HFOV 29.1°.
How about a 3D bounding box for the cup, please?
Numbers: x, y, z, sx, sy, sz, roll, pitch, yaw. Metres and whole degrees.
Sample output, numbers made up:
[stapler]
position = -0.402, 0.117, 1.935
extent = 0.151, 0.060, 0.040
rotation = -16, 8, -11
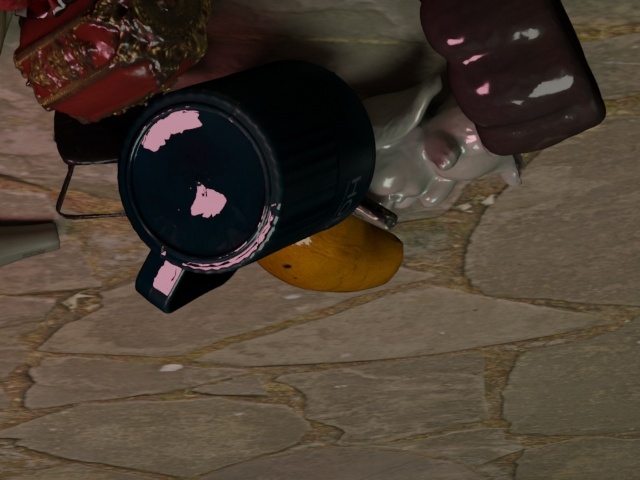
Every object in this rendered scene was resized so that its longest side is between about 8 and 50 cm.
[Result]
[cup]
position = -0.115, -0.083, 1.580
extent = 0.308, 0.242, 0.292
rotation = -27, -179, 25

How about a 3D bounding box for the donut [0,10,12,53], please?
[donut]
position = -0.537, -0.244, 1.382
extent = 0.383, 0.142, 0.382
rotation = -8, 148, -5

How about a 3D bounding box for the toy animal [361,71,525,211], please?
[toy animal]
position = 0.153, -0.150, 1.762
extent = 0.289, 0.174, 0.249
rotation = -9, 161, -9

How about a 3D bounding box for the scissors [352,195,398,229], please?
[scissors]
position = -0.018, -0.092, 1.756
extent = 0.289, 0.041, 0.138
rotation = 29, 149, 12

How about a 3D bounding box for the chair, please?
[chair]
position = -0.279, -0.150, 1.635
extent = 0.145, 0.140, 0.221
rotation = -2, 145, -14

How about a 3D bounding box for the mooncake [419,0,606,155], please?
[mooncake]
position = 0.224, -0.252, 1.490
extent = 0.154, 0.306, 0.306
rotation = -22, 148, 19

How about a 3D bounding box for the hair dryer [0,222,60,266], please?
[hair dryer]
position = -0.480, -0.035, 1.824
extent = 0.229, 0.092, 0.267
rotation = 1, 137, -36

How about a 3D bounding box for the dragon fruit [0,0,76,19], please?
[dragon fruit]
position = -0.276, -0.350, 1.224
extent = 0.293, 0.233, 0.234
rotation = -21, 149, 25

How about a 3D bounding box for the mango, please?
[mango]
position = -0.002, 0.002, 1.977
extent = 0.187, 0.144, 0.359
rotation = -23, 150, 22

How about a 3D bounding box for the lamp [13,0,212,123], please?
[lamp]
position = -0.242, -0.238, 1.425
extent = 0.177, 0.177, 0.274
rotation = 11, 163, -34
